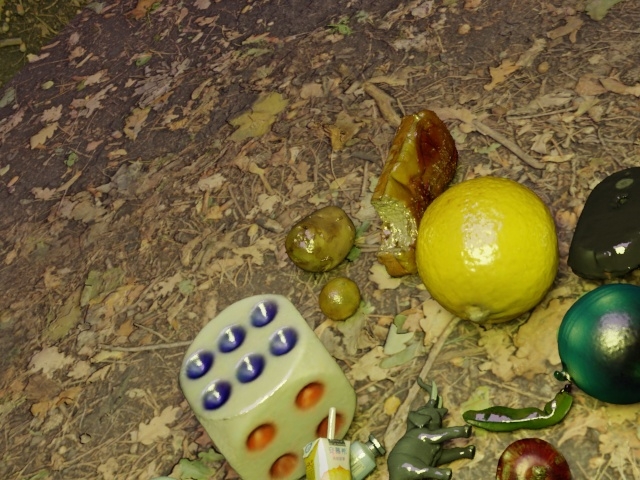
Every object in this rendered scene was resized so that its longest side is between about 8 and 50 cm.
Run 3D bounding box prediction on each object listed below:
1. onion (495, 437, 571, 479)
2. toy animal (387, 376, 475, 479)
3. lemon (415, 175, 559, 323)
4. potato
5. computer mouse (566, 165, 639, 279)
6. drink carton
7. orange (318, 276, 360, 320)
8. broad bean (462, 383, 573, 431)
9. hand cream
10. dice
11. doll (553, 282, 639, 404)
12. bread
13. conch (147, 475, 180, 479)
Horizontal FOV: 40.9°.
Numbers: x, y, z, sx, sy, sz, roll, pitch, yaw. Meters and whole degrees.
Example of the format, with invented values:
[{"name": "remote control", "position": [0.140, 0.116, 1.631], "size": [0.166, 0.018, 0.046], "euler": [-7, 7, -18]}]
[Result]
[{"name": "onion", "position": [0.337, 0.369, 1.363], "size": [0.117, 0.119, 0.119], "euler": [-1, 45, -4]}, {"name": "toy animal", "position": [0.197, 0.343, 1.479], "size": [0.137, 0.082, 0.269], "euler": [1, 41, 25]}, {"name": "lemon", "position": [0.311, 0.019, 1.598], "size": [0.293, 0.293, 0.293], "euler": [-14, 45, 14]}, {"name": "potato", "position": [0.000, 0.000, 1.881], "size": [0.176, 0.137, 0.137], "euler": [-29, 38, -34]}, {"name": "computer mouse", "position": [0.571, -0.024, 1.592], "size": [0.183, 0.116, 0.323], "euler": [-18, 23, 41]}, {"name": "drink carton", "position": [0.013, 0.388, 1.450], "size": [0.074, 0.084, 0.200], "euler": [-45, 42, 46]}, {"name": "orange", "position": [0.041, 0.118, 1.773], "size": [0.085, 0.085, 0.095], "euler": [12, 58, 34]}, {"name": "broad bean", "position": [0.344, 0.300, 1.473], "size": [0.195, 0.046, 0.061], "euler": [-19, 51, 12]}, {"name": "hand cream", "position": [-0.002, 0.441, 1.511], "size": [0.271, 0.058, 0.091], "euler": [-38, 56, -6]}, {"name": "dice", "position": [-0.094, 0.272, 1.570], "size": [0.259, 0.251, 0.243], "euler": [-37, 43, -9]}, {"name": "doll", "position": [0.527, 0.149, 1.411], "size": [0.322, 0.198, 0.186], "euler": [-32, 17, 1]}, {"name": "bread", "position": [0.197, -0.110, 1.839], "size": [0.109, 0.185, 0.380], "euler": [-4, 48, 33]}, {"name": "conch", "position": [-0.305, 0.534, 1.543], "size": [0.185, 0.121, 0.221], "euler": [-36, 39, 36]}]
